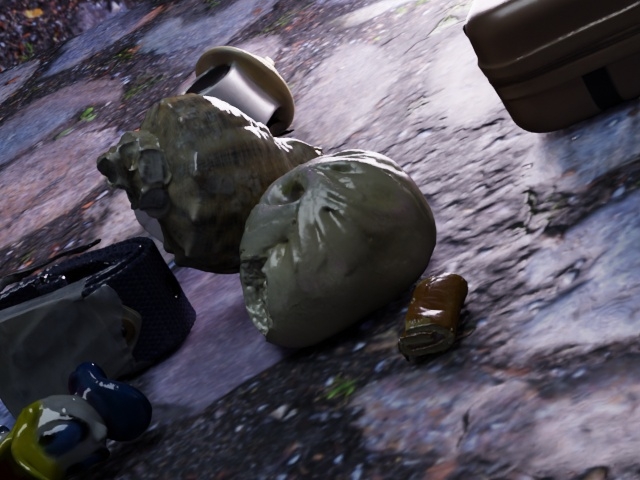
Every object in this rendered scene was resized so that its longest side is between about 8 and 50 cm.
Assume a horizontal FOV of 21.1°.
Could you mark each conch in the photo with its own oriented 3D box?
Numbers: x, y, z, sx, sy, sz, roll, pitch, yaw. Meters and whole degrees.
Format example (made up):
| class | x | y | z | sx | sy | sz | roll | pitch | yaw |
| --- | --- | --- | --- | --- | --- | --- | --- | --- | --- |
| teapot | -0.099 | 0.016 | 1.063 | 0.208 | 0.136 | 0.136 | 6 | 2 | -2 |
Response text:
| class | x | y | z | sx | sy | sz | roll | pitch | yaw |
| --- | --- | --- | --- | --- | --- | --- | --- | --- | --- |
| conch | -0.089 | -0.043 | 1.658 | 0.210 | 0.291 | 0.159 | 8 | 82 | 59 |

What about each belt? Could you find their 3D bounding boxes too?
| class | x | y | z | sx | sy | sz | roll | pitch | yaw |
| --- | --- | --- | --- | --- | --- | --- | --- | --- | --- |
| belt | -0.243 | 0.073 | 1.685 | 0.230 | 0.126 | 0.139 | -20 | 19 | 25 |

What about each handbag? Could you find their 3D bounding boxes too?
| class | x | y | z | sx | sy | sz | roll | pitch | yaw |
| --- | --- | --- | --- | --- | --- | --- | --- | --- | --- |
| handbag | 0.295 | -0.248 | 1.678 | 0.283 | 0.149 | 0.302 | -24 | 18 | 25 |

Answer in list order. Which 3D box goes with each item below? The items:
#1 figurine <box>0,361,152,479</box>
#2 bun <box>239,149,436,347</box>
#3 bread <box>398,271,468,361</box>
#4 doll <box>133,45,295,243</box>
| class | x | y | z | sx | sy | sz | roll | pitch | yaw |
| --- | --- | --- | --- | --- | --- | --- | --- | --- | --- |
| figurine | -0.312 | 0.166 | 1.467 | 0.338 | 0.204 | 0.283 | -15 | -5 | 7 |
| bun | 0.000 | 0.000 | 1.509 | 0.193 | 0.128 | 0.178 | -40 | 22 | -20 |
| bread | 0.090 | 0.059 | 1.365 | 0.047 | 0.036 | 0.083 | -18 | 24 | 23 |
| doll | -0.120 | -0.110 | 1.991 | 0.208 | 0.144 | 0.271 | -48 | 12 | 11 |
